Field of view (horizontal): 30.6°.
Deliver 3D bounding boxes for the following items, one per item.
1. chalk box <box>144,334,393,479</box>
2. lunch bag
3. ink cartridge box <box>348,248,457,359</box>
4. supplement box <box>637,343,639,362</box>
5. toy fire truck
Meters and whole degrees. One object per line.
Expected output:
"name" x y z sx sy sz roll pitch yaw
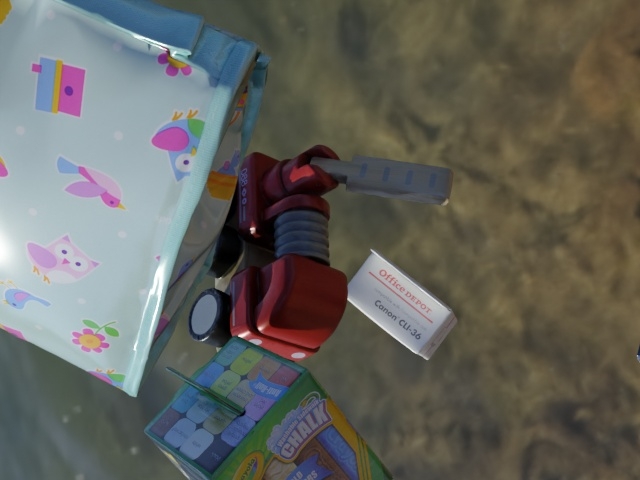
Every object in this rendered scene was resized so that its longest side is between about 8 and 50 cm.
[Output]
"chalk box" -0.059 0.182 1.073 0.132 0.132 0.213 20 151 52
"lunch bag" -0.159 -0.063 0.706 0.223 0.160 0.262 24 137 2
"ink cartridge box" 0.093 0.077 1.365 0.115 0.198 0.067 38 88 13
"supplement box" 0.377 0.120 1.182 0.083 0.056 0.083 -10 126 36
"toy fire truck" 0.000 0.000 1.196 0.246 0.158 0.217 -29 52 40
